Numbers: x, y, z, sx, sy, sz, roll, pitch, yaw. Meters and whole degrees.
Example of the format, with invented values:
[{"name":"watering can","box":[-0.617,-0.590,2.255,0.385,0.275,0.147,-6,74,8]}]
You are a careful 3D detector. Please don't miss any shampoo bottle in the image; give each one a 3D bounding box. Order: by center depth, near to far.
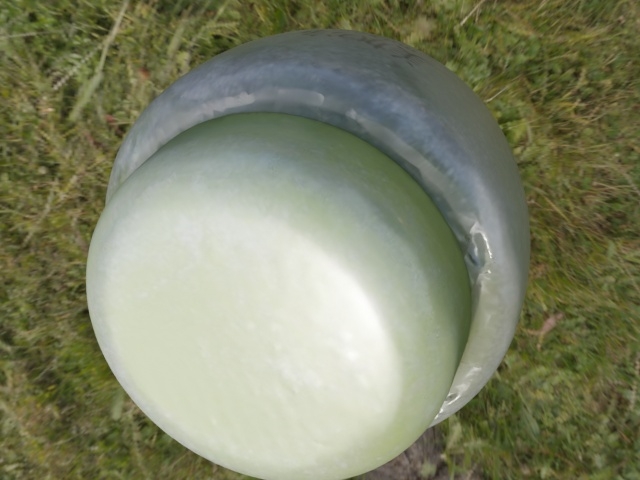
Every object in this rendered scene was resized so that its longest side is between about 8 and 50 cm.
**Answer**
[{"name":"shampoo bottle","box":[0.000,0.000,0.719,0.322,0.317,0.323,8,118,17]}]
